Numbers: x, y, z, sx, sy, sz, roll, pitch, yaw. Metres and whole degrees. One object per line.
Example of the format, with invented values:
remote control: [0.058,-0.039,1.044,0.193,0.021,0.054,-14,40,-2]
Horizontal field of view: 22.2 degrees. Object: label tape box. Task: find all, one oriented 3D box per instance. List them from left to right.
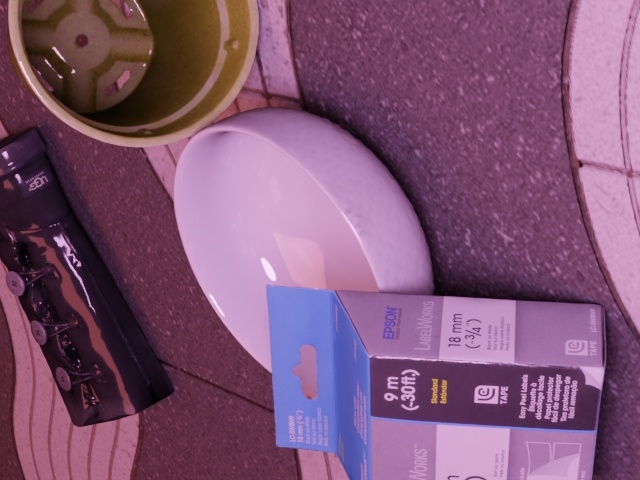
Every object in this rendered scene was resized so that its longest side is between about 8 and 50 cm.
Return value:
label tape box: [0.109,0.173,1.640,0.334,0.106,0.240,3,129,6]

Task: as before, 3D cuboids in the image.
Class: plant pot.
plant pot: [-0.241,-0.239,1.852,0.276,0.276,0.254,66,161,-11]

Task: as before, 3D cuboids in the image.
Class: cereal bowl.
cereal bowl: [0.000,0.000,1.784,0.339,0.141,0.339,33,141,32]

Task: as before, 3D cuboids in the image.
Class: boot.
boot: [-0.433,0.069,2.489,0.367,0.146,0.445,-6,116,58]
